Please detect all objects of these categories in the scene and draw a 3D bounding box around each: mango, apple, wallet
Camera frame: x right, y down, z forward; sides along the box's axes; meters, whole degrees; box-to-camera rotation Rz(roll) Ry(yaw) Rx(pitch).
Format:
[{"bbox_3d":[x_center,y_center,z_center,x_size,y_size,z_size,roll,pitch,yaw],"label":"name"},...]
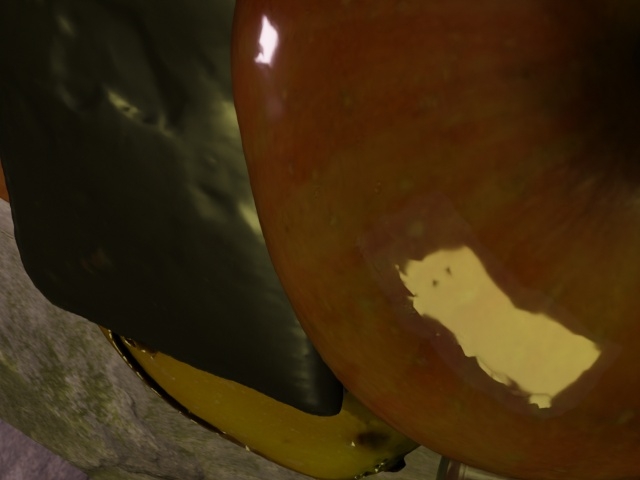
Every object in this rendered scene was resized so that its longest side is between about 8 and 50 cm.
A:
[{"bbox_3d":[-0.036,0.047,1.053,0.262,0.167,0.130,28,124,-20],"label":"mango"},{"bbox_3d":[0.093,-0.039,0.551,0.242,0.242,0.241,32,174,0],"label":"apple"},{"bbox_3d":[-0.071,-0.081,0.750,0.197,0.051,0.377,22,135,23],"label":"wallet"}]

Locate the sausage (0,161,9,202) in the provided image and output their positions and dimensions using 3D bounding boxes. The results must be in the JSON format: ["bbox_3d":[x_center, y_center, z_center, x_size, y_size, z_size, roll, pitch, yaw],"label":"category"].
[{"bbox_3d":[-0.166,-0.092,0.973,0.258,0.133,0.133,27,161,11],"label":"sausage"}]

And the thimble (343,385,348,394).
[{"bbox_3d":[0.001,0.000,0.913,0.098,0.150,0.150,27,161,17],"label":"thimble"}]

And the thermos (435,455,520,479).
[{"bbox_3d":[0.220,0.184,1.046,0.265,0.146,0.176,11,140,31],"label":"thermos"}]
